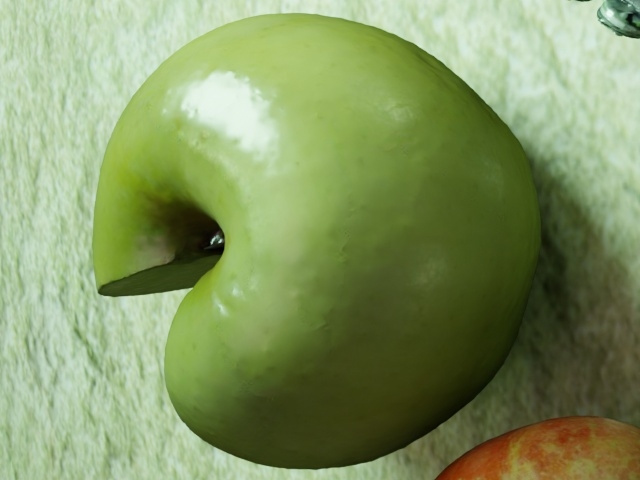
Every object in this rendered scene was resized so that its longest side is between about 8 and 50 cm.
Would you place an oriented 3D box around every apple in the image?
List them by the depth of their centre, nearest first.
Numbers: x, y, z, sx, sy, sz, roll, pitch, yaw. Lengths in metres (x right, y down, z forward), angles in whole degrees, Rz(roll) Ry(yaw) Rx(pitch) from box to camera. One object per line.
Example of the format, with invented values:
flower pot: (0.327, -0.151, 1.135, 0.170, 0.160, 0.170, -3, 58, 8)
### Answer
apple: (0.146, 0.204, 0.805, 0.209, 0.164, 0.209, 5, 106, 18)
apple: (0.000, 0.000, 0.903, 0.292, 0.254, 0.292, 9, 102, 48)

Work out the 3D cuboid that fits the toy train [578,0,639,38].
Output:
toy train: (0.208, -0.124, 0.770, 0.202, 0.081, 0.060, 44, 127, 32)
